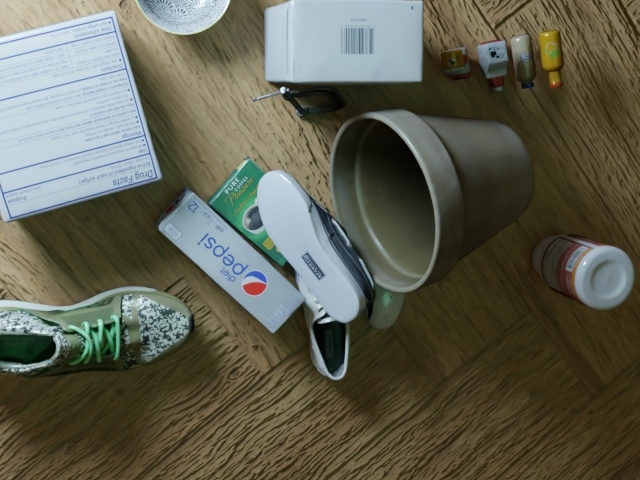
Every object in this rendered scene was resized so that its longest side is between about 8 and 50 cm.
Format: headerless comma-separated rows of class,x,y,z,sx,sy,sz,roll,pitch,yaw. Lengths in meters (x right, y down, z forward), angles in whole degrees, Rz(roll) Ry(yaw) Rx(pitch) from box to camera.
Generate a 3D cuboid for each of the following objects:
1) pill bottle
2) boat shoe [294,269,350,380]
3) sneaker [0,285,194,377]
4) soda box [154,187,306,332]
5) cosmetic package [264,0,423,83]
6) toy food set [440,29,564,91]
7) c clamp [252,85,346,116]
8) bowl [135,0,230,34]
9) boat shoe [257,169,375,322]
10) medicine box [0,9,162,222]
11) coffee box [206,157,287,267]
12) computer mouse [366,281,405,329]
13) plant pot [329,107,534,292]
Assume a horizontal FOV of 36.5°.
pill bottle,0.494,0.052,1.852,0.121,0.216,0.121,-2,100,-14
boat shoe,0.010,0.131,1.806,0.096,0.088,0.268,-5,101,-13
sneaker,-0.415,0.178,1.654,0.410,0.182,0.158,-6,101,-14
soda box,-0.163,0.036,1.740,0.286,0.098,0.091,44,86,-18
cosmetic package,0.034,-0.336,1.660,0.224,0.224,0.138,-2,101,-14
toy food set,0.330,-0.317,1.800,0.232,0.111,0.105,-14,103,-15
c clamp,-0.028,-0.248,1.712,0.137,0.160,0.022,-11,79,17
bowl,-0.238,-0.435,1.647,0.170,0.080,0.170,-3,101,-14
boat shoe,0.000,0.000,1.735,0.108,0.102,0.301,-36,88,37
medicine box,-0.430,-0.205,1.601,0.263,0.149,0.289,-17,104,-11
coffee box,-0.104,-0.051,1.770,0.184,0.040,0.113,40,87,-18
computer mouse,0.135,0.080,1.854,0.106,0.042,0.193,5,98,-16
plant pot,0.215,-0.095,1.734,0.280,0.323,0.323,-16,104,-30
